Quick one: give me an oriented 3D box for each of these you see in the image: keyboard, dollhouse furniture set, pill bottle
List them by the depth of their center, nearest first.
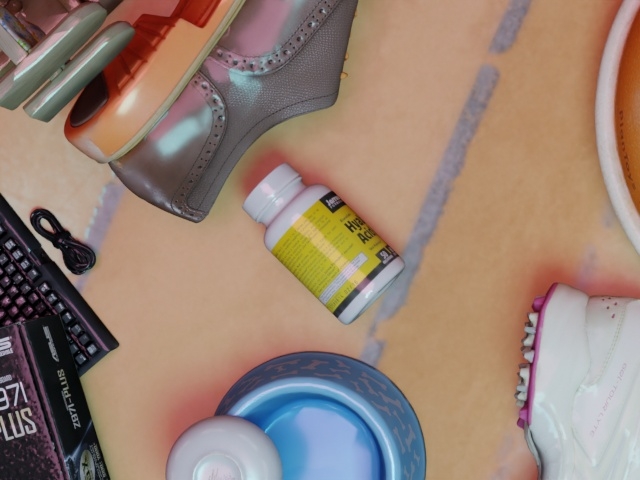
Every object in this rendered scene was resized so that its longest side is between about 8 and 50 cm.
[{"bbox_3d":[-0.204,-0.213,1.146,0.161,0.242,0.212,-43,85,4],"label":"dollhouse furniture set"},{"bbox_3d":[0.000,0.000,1.206,0.116,0.065,0.065,44,94,5],"label":"pill bottle"},{"bbox_3d":[-0.227,0.025,1.255,0.108,0.023,0.180,-39,85,4],"label":"keyboard"}]

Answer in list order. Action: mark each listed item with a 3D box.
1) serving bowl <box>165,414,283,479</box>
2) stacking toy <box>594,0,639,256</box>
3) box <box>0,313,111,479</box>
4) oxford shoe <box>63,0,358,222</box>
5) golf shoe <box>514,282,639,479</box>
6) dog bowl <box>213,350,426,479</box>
[{"bbox_3d":[-0.069,0.164,1.156,0.083,0.027,0.083,0,89,7],"label":"serving bowl"},{"bbox_3d":[0.342,-0.090,0.957,0.351,0.480,0.350,0,89,7],"label":"stacking toy"},{"bbox_3d":[-0.262,0.149,1.218,0.180,0.077,0.147,-17,89,12],"label":"box"},{"bbox_3d":[-0.021,-0.174,1.204,0.133,0.130,0.363,42,91,-23],"label":"oxford shoe"},{"bbox_3d":[0.199,0.185,1.157,0.140,0.115,0.306,5,90,4],"label":"golf shoe"},{"bbox_3d":[-0.009,0.230,1.198,0.166,0.074,0.297,1,89,7],"label":"dog bowl"}]
